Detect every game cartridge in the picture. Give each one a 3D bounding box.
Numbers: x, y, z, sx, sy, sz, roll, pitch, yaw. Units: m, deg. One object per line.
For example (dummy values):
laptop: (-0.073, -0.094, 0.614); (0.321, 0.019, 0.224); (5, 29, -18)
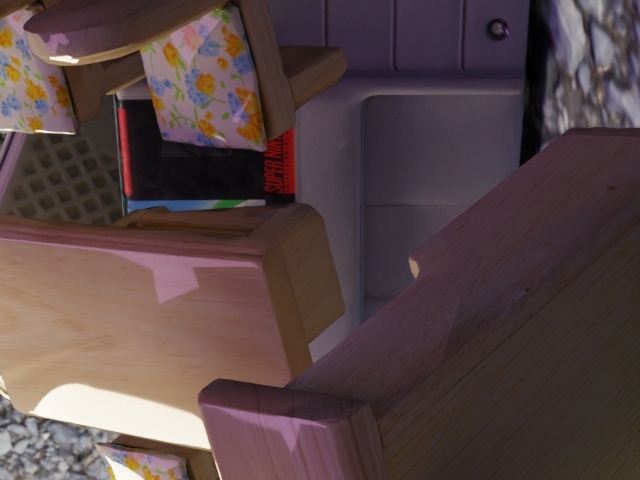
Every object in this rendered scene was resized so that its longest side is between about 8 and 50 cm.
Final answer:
game cartridge: (0.000, 0.000, 1.012); (0.068, 0.230, 0.355); (-97, 5, -57)

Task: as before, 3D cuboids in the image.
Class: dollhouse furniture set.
dollhouse furniture set: (-0.046, 0.068, 0.779); (0.394, 0.256, 0.362); (5, 119, 40)

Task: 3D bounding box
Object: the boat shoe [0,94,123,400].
boat shoe: (-0.129, -0.101, 1.224); (0.156, 0.186, 0.500); (130, 161, -63)
